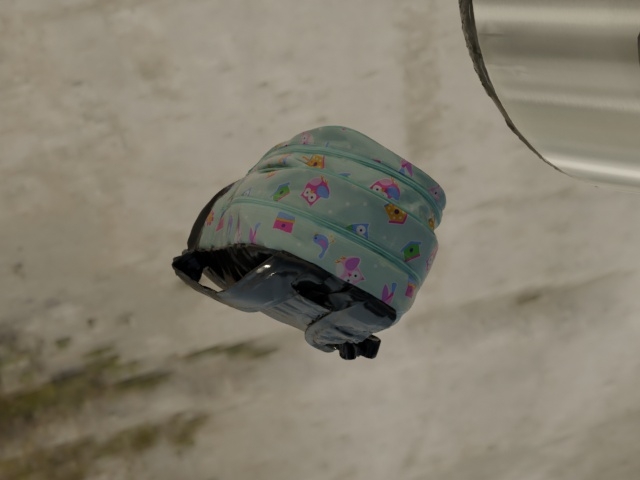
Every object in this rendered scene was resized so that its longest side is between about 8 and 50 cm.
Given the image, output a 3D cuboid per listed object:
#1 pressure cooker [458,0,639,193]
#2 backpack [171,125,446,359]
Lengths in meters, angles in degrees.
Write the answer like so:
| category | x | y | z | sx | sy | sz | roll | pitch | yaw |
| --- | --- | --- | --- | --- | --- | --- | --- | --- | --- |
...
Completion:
| category | x | y | z | sx | sy | sz | roll | pitch | yaw |
| --- | --- | --- | --- | --- | --- | --- | --- | --- | --- |
| pressure cooker | 0.345 | -0.193 | 1.227 | 0.375 | 0.370 | 0.420 | 27 | 172 | -32 |
| backpack | 0.000 | 0.000 | 1.055 | 0.152 | 0.115 | 0.182 | 22 | 169 | -13 |
